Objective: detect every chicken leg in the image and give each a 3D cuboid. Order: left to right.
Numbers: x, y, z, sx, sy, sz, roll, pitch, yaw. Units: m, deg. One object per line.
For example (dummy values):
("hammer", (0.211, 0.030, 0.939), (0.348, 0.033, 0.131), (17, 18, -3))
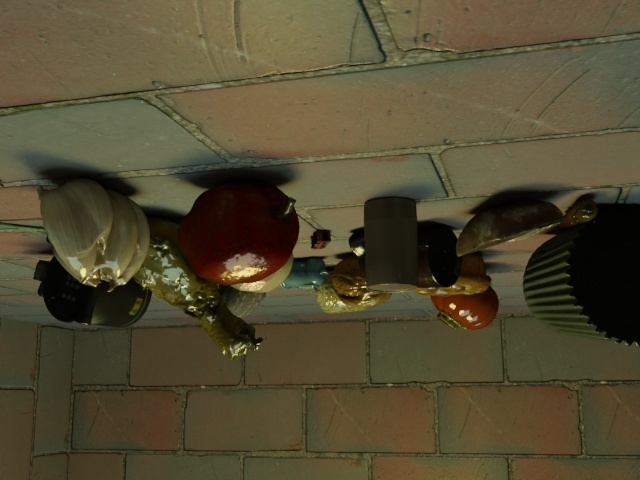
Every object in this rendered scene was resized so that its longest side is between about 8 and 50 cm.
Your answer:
("chicken leg", (-0.285, 0.116, 1.763), (0.201, 0.152, 0.429), (-20, 115, 46))

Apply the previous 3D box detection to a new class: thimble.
("thimble", (-0.262, 0.100, 1.958), (0.236, 0.205, 0.172), (-4, 174, 32))
("thimble", (0.076, 0.153, 2.419), (0.144, 0.137, 0.190), (-6, -178, 18))

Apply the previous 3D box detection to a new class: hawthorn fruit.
("hawthorn fruit", (-0.132, -0.021, 1.422), (0.253, 0.205, 0.205), (-18, 160, 42))

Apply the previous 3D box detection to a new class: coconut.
("coconut", (-0.151, 0.035, 1.771), (0.171, 0.170, 0.183), (-4, 170, 17))

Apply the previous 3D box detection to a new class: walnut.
("walnut", (0.113, 0.114, 2.189), (0.184, 0.155, 0.155), (3, 172, 34))

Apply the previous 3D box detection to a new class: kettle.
("kettle", (0.190, 0.037, 1.862), (0.232, 0.144, 0.202), (-7, 148, 40))

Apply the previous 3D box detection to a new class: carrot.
("carrot", (0.543, -0.050, 1.663), (0.049, 0.049, 0.254), (-1, 172, 4))

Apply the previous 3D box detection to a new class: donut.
("donut", (0.362, 0.098, 2.198), (0.227, 0.113, 0.226), (-1, 169, 0))

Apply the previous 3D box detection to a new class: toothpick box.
("toothpick box", (0.145, 0.009, 1.592), (0.111, 0.180, 0.111), (0, 167, 0))

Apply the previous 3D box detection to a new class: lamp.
("lamp", (-0.575, 0.126, 2.064), (0.272, 0.205, 0.374), (17, 177, -41))
("lamp", (0.442, 0.176, 2.393), (0.223, 0.196, 0.223), (35, 176, 3))

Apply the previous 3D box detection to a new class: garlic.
("garlic", (-0.413, -0.006, 1.471), (0.185, 0.203, 0.281), (-17, 169, -17))

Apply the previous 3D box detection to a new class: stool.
("stool", (0.633, 0.088, 1.770), (0.297, 0.297, 0.330), (1, 174, -6))

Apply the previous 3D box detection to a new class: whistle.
("whistle", (-0.084, 0.098, 2.282), (0.269, 0.093, 0.180), (-2, 164, 39))

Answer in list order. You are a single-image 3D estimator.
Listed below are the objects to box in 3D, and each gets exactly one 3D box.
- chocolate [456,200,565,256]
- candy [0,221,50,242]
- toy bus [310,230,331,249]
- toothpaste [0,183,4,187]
("chocolate", (0.382, -0.037, 1.625), (0.157, 0.080, 0.254), (-13, 173, -13))
("candy", (-0.593, -0.023, 1.728), (0.288, 0.078, 0.084), (6, 172, 6))
("toy bus", (0.000, 0.000, 1.913), (0.043, 0.031, 0.110), (-1, 170, -8))
("toothpaste", (-0.602, -0.113, 1.329), (0.064, 0.041, 0.218), (-5, 173, -8))
